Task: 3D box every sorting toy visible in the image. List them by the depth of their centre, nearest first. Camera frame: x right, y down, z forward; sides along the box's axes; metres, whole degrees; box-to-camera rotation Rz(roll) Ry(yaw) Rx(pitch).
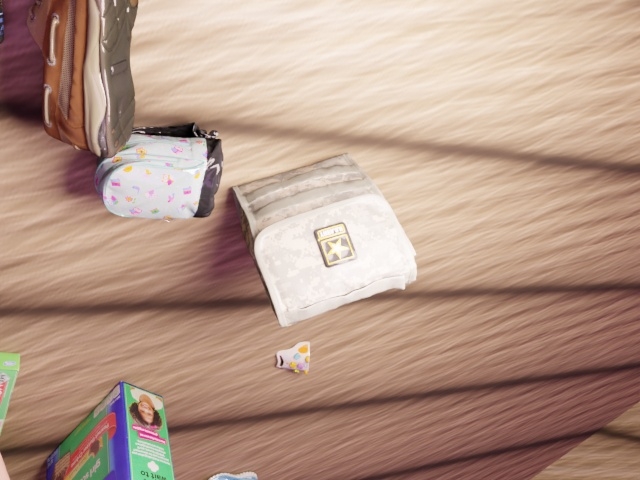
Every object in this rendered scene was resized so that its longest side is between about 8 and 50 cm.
[{"bbox_3d":[-0.064,0.276,1.270,0.075,0.045,0.083,2,125,-3],"label":"sorting toy"}]

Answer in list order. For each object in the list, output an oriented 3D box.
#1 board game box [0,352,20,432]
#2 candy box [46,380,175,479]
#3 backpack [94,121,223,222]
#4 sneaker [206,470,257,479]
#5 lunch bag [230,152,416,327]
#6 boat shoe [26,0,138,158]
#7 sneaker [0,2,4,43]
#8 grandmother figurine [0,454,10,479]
[{"bbox_3d":[-0.694,0.326,1.002,0.214,0.046,0.317,12,118,-32],"label":"board game box"},{"bbox_3d":[-0.412,0.488,1.074,0.268,0.317,0.122,-46,130,11],"label":"candy box"},{"bbox_3d":[-0.248,-0.101,0.848,0.182,0.115,0.152,3,125,-24],"label":"backpack"},{"bbox_3d":[-0.233,0.650,1.440,0.162,0.073,0.063,4,123,-27],"label":"sneaker"},{"bbox_3d":[0.000,0.000,0.925,0.235,0.287,0.169,-18,130,-11],"label":"lunch bag"},{"bbox_3d":[-0.306,-0.265,0.695,0.120,0.122,0.324,10,112,0],"label":"boat shoe"},{"bbox_3d":[-0.495,-0.256,0.638,0.232,0.081,0.090,-15,122,-16],"label":"sneaker"},{"bbox_3d":[-0.602,0.507,1.030,0.104,0.208,0.342,-29,122,-41],"label":"grandmother figurine"}]
